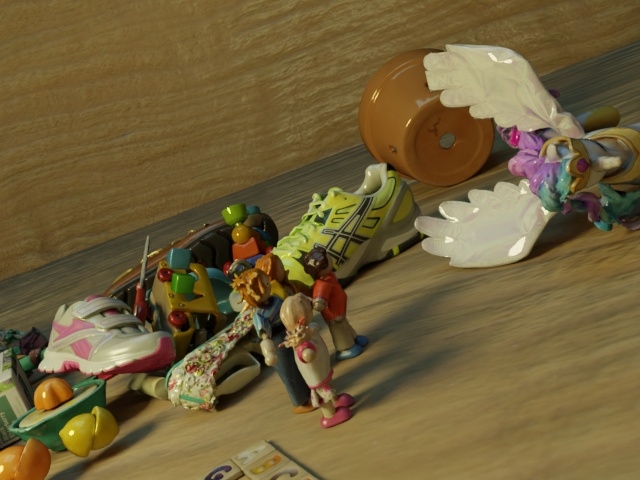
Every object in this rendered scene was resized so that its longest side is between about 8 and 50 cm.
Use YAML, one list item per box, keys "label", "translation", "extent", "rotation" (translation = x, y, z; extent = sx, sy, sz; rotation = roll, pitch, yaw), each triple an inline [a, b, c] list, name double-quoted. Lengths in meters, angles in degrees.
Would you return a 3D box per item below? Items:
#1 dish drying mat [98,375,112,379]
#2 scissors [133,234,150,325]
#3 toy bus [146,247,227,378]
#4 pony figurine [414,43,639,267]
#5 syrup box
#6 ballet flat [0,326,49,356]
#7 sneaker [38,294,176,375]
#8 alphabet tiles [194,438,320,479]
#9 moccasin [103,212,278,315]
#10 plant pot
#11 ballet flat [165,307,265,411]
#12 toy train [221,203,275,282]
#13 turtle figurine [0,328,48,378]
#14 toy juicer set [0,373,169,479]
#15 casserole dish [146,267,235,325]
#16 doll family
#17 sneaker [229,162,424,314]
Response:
- label: "dish drying mat"
  translation: [-0.330, 0.211, 1.295]
  extent: [0.083, 0.008, 0.032]
  rotation: [-28, 14, -30]
- label: "scissors"
  translation: [-0.299, 0.096, 1.283]
  extent: [0.021, 0.109, 0.297]
  rotation: [8, 24, -15]
- label: "toy bus"
  translation: [-0.199, 0.122, 1.193]
  extent: [0.104, 0.202, 0.191]
  rotation: [5, -9, -26]
- label: "pony figurine"
  translation: [0.316, -0.117, 1.023]
  extent: [0.364, 0.302, 0.351]
  rotation: [-12, 12, -36]
- label: "syrup box"
  translation: [-0.514, 0.252, 1.241]
  extent: [0.096, 0.093, 0.237]
  rotation: [-26, 12, -19]
- label: "ballet flat"
  translation: [-0.687, 0.236, 1.672]
  extent: [0.222, 0.079, 0.077]
  rotation: [-21, 13, 10]
- label: "sneaker"
  translation: [-0.305, 0.131, 1.099]
  extent: [0.252, 0.111, 0.103]
  rotation: [-5, -8, 34]
- label: "alphabet tiles"
  translation: [-0.091, 0.251, 0.662]
  extent: [0.198, 0.009, 0.237]
  rotation: [-27, 12, -22]
- label: "moccasin"
  translation: [-0.264, 0.052, 1.611]
  extent: [0.380, 0.139, 0.147]
  rotation: [-33, 21, -5]
- label: "plant pot"
  translation: [0.242, -0.241, 1.668]
  extent: [0.291, 0.290, 0.203]
  rotation: [-22, 29, 1]
- label: "ballet flat"
  translation: [-0.099, 0.147, 1.019]
  extent: [0.077, 0.091, 0.241]
  rotation: [20, 38, 27]
- label: "toy train"
  translation: [-0.140, -0.003, 1.415]
  extent: [0.105, 0.143, 0.248]
  rotation: [-21, -9, 8]
- label: "turtle figurine"
  translation: [-0.573, 0.219, 1.440]
  extent: [0.234, 0.118, 0.175]
  rotation: [-11, 10, -3]
- label: "toy juicer set"
  translation: [-0.318, 0.217, 1.018]
  extent: [0.209, 0.089, 0.329]
  rotation: [-18, 9, 42]
- label: "casserole dish"
  translation: [-0.220, 0.098, 1.337]
  extent: [0.188, 0.114, 0.037]
  rotation: [-19, 49, 16]
- label: "doll family"
  translation: [-0.037, 0.096, 0.870]
  extent: [0.118, 0.163, 0.263]
  rotation: [-20, 12, 12]
- label: "sneaker"
  translation: [0.000, 0.000, 1.279]
  extent: [0.385, 0.147, 0.145]
  rotation: [-31, 16, -32]
